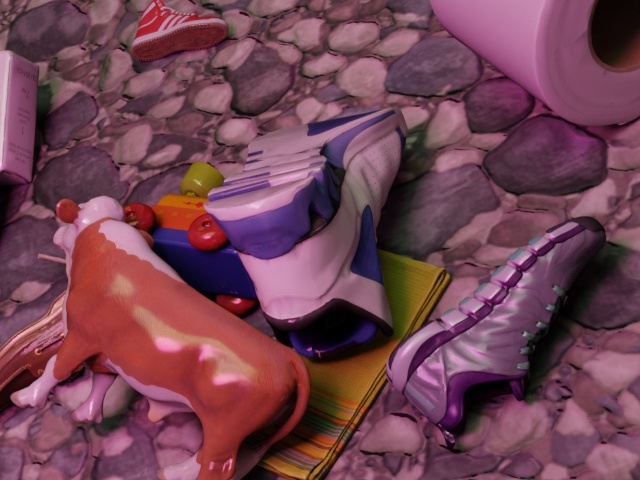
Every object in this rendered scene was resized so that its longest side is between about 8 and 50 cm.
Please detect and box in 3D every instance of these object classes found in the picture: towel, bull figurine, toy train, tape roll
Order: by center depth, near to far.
[{"bbox_3d":[-0.152,0.095,1.278,0.310,0.101,0.188,32,98,28],"label":"bull figurine"},{"bbox_3d":[0.016,0.105,1.308,0.102,0.021,0.237,19,62,34],"label":"towel"},{"bbox_3d":[0.242,-0.248,1.345,0.246,0.246,0.169,-38,46,-8],"label":"tape roll"},{"bbox_3d":[-0.145,-0.021,1.440,0.248,0.105,0.143,8,46,30],"label":"toy train"}]

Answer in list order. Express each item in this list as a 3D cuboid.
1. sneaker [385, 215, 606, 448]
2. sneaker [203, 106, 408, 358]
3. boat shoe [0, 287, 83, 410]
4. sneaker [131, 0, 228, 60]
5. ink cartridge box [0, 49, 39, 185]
[{"bbox_3d":[0.167,0.077,1.239,0.224,0.083,0.098,-38,68,-3],"label":"sneaker"},{"bbox_3d":[0.000,0.000,1.316,0.127,0.182,0.315,-9,17,21],"label":"sneaker"},{"bbox_3d":[-0.256,0.107,1.401,0.178,0.064,0.060,-42,73,-2],"label":"boat shoe"},{"bbox_3d":[-0.157,-0.246,1.665,0.118,0.042,0.067,-10,52,20],"label":"sneaker"},{"bbox_3d":[-0.461,-0.068,1.644,0.296,0.066,0.261,-2,77,23],"label":"ink cartridge box"}]
